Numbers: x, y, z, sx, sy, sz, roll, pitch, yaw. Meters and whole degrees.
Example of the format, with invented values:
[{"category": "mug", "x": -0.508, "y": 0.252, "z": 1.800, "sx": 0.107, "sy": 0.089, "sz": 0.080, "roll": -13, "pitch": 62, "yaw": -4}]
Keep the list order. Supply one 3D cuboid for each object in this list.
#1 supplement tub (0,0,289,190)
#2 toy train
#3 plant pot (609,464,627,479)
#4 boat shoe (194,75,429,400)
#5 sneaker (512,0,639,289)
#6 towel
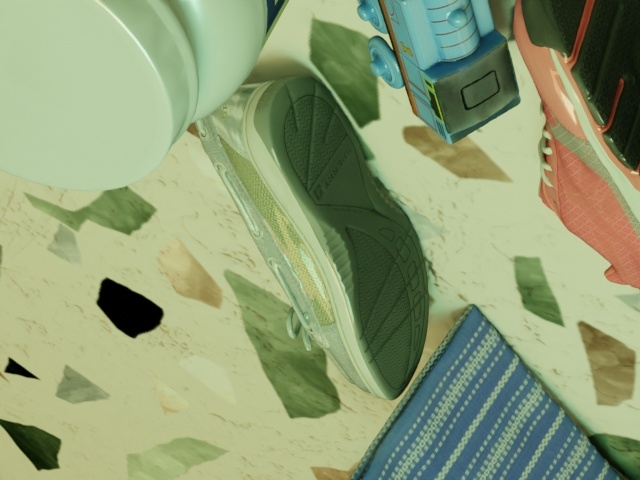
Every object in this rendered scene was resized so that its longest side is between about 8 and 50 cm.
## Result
[{"category": "supplement tub", "x": -0.114, "y": -0.213, "z": 1.060, "sx": 0.235, "sy": 0.324, "sz": 0.235, "roll": 17, "pitch": 144, "yaw": 12}, {"category": "toy train", "x": 0.074, "y": -0.159, "z": 1.200, "sx": 0.105, "sy": 0.080, "sz": 0.184, "roll": 45, "pitch": 161, "yaw": 46}, {"category": "plant pot", "x": 0.149, "y": 0.338, "z": 1.701, "sx": 0.276, "sy": 0.276, "sz": 0.254, "roll": 43, "pitch": 154, "yaw": -23}, {"category": "boat shoe", "x": -0.002, "y": 0.001, "z": 1.460, "sx": 0.103, "sy": 0.118, "sz": 0.320, "roll": 3, "pitch": 136, "yaw": 38}, {"category": "sneaker", "x": 0.196, "y": -0.059, "z": 1.251, "sx": 0.136, "sy": 0.116, "sz": 0.314, "roll": -7, "pitch": 134, "yaw": 40}, {"category": "towel", "x": 0.174, "y": 0.256, "z": 1.545, "sx": 0.336, "sy": 0.243, "sz": 0.040, "roll": 48, "pitch": 151, "yaw": -22}]
